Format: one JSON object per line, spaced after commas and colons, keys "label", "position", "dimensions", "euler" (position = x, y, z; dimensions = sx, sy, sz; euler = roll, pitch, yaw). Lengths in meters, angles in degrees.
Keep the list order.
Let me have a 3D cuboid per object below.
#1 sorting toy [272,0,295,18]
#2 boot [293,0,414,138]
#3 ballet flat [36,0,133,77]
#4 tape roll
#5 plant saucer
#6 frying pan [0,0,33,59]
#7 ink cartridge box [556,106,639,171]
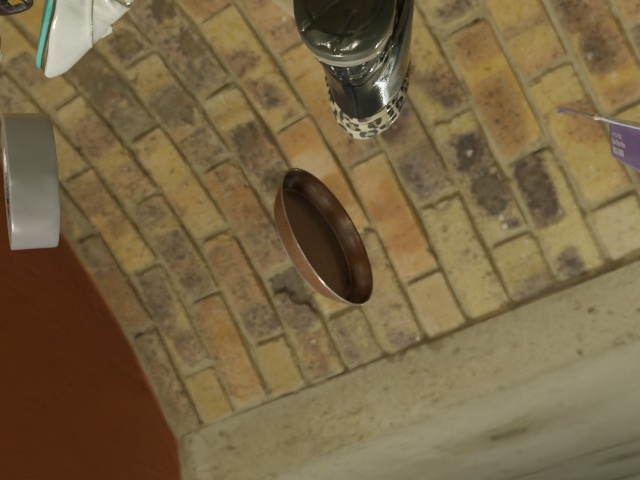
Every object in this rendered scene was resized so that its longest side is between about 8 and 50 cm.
{"label": "sorting toy", "position": [0.017, -0.418, 1.069], "dimensions": [0.307, 0.229, 0.041], "euler": [45, -170, 29]}
{"label": "boot", "position": [0.032, -0.207, 0.569], "dimensions": [0.178, 0.085, 0.236], "euler": [61, -146, -73]}
{"label": "ballet flat", "position": [-0.297, -0.379, 1.007], "dimensions": [0.139, 0.400, 0.139], "euler": [13, -141, -11]}
{"label": "tape roll", "position": [-0.469, -0.095, 1.230], "dimensions": [0.072, 0.219, 0.219], "euler": [-4, -116, -23]}
{"label": "plant saucer", "position": [0.000, 0.000, 0.838], "dimensions": [0.168, 0.029, 0.168], "euler": [45, -153, -31]}
{"label": "frying pan", "position": [-0.486, -0.321, 0.986], "dimensions": [0.197, 0.326, 0.053], "euler": [35, -116, -24]}
{"label": "ink cartridge box", "position": [0.313, -0.067, 0.621], "dimensions": [0.223, 0.224, 0.045], "euler": [-46, -34, -74]}
